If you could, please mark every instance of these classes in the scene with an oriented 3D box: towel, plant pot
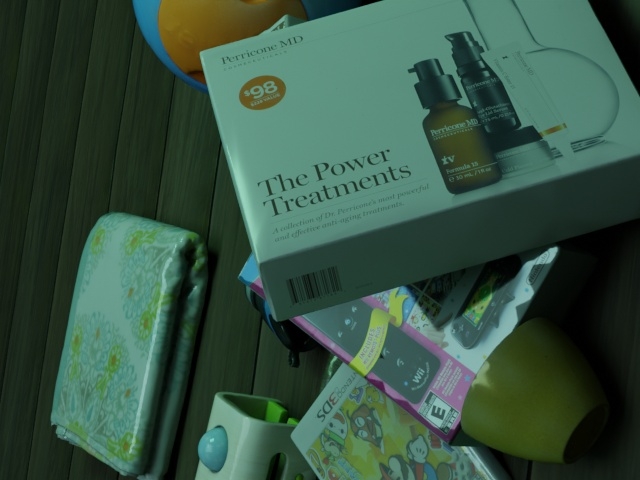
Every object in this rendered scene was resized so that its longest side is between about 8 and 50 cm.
[{"bbox_3d":[-0.284,0.153,2.310,0.320,0.090,0.375,14,93,57],"label":"towel"},{"bbox_3d":[0.209,0.151,1.424,0.095,0.134,0.134,36,114,32],"label":"plant pot"}]

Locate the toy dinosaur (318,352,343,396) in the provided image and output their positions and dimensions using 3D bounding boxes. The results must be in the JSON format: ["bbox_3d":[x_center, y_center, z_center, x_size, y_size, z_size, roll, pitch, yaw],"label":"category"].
[{"bbox_3d":[0.063,0.057,1.729,0.160,0.121,0.314,-118,32,-55],"label":"toy dinosaur"}]

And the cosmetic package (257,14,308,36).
[{"bbox_3d":[0.031,-0.161,1.707,0.117,0.231,0.086,-34,51,53],"label":"cosmetic package"}]

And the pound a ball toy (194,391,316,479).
[{"bbox_3d":[-0.130,0.349,1.926,0.208,0.135,0.319,26,103,59],"label":"pound a ball toy"}]

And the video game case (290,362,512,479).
[{"bbox_3d":[0.078,0.230,1.633,0.227,0.026,0.206,53,129,25],"label":"video game case"}]

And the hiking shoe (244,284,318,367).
[{"bbox_3d":[0.000,0.000,1.844,0.132,0.113,0.304,-120,34,-42],"label":"hiking shoe"}]

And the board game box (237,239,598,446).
[{"bbox_3d":[0.091,0.029,1.542,0.303,0.097,0.224,37,105,32],"label":"board game box"}]

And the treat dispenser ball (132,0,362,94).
[{"bbox_3d":[-0.090,-0.317,1.910,0.288,0.288,0.288,-27,59,55],"label":"treat dispenser ball"}]

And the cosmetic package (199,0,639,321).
[{"bbox_3d":[0.098,-0.106,1.454,0.097,0.377,0.284,76,176,-48],"label":"cosmetic package"}]
